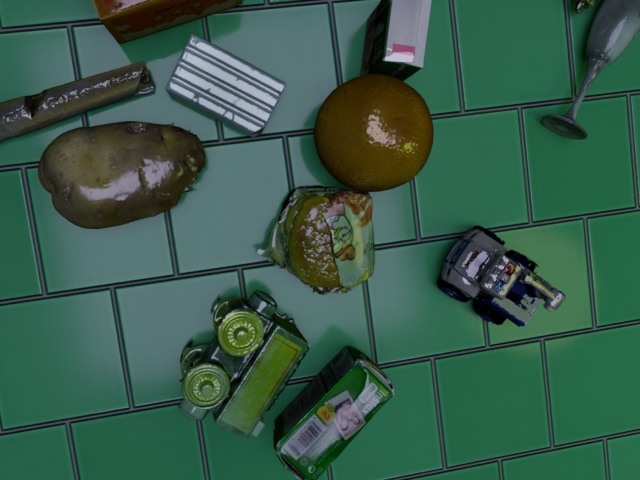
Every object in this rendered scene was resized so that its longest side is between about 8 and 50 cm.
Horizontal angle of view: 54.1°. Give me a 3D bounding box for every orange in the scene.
[{"bbox_3d":[0.097,-0.196,1.155,0.236,0.236,0.237,-1,94,-8],"label":"orange"}]

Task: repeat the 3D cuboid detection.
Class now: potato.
[{"bbox_3d":[-0.356,-0.125,1.143,0.296,0.141,0.192,-14,80,-6],"label":"potato"}]

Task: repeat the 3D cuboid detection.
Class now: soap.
[{"bbox_3d":[-0.179,-0.290,1.191,0.197,0.066,0.119,26,92,-9],"label":"soap"}]

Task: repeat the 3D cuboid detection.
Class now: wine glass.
[{"bbox_3d":[0.638,-0.328,1.307,0.264,0.096,0.310,28,89,-17],"label":"wine glass"}]

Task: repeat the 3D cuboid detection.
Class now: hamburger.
[{"bbox_3d":[-0.004,0.000,1.207,0.235,0.125,0.214,1,93,-19],"label":"hamburger"}]

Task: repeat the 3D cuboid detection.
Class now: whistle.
[{"bbox_3d":[-0.469,-0.257,1.157,0.326,0.057,0.068,-19,141,-7],"label":"whistle"}]

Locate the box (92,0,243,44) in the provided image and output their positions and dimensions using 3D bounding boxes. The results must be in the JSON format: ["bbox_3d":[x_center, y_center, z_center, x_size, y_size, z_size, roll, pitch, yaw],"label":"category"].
[{"bbox_3d":[-0.297,-0.533,1.083,0.259,0.214,0.284,-22,97,-8],"label":"box"}]

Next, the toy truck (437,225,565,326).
[{"bbox_3d":[0.356,0.079,1.244,0.213,0.177,0.161,33,90,-10],"label":"toy truck"}]

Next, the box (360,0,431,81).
[{"bbox_3d":[0.136,-0.371,1.164,0.081,0.199,0.135,7,91,-7],"label":"box"}]

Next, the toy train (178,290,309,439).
[{"bbox_3d":[-0.151,0.232,1.194,0.188,0.159,0.272,34,89,-16],"label":"toy train"}]

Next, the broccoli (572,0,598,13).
[{"bbox_3d":[0.494,-0.556,1.258,0.274,0.177,0.198,-23,135,22],"label":"broccoli"}]

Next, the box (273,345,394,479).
[{"bbox_3d":[0.022,0.328,1.214,0.250,0.180,0.103,-45,95,-2],"label":"box"}]
